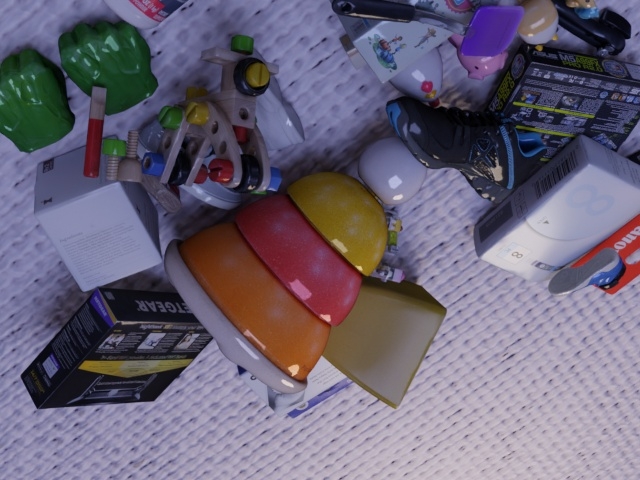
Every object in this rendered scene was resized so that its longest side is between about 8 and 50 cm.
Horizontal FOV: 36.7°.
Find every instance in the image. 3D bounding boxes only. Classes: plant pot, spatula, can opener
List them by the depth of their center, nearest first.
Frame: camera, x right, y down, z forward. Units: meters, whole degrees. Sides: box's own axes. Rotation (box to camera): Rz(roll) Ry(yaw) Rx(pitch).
[{"bbox_3d":[0.153,-0.311,1.365,0.296,0.030,0.084,5,127,-19],"label":"spatula"},{"bbox_3d":[0.458,-0.373,1.675,0.186,0.073,0.059,18,158,-22],"label":"can opener"},{"bbox_3d":[0.092,0.165,1.860,0.187,0.212,0.212,26,96,-11],"label":"plant pot"}]

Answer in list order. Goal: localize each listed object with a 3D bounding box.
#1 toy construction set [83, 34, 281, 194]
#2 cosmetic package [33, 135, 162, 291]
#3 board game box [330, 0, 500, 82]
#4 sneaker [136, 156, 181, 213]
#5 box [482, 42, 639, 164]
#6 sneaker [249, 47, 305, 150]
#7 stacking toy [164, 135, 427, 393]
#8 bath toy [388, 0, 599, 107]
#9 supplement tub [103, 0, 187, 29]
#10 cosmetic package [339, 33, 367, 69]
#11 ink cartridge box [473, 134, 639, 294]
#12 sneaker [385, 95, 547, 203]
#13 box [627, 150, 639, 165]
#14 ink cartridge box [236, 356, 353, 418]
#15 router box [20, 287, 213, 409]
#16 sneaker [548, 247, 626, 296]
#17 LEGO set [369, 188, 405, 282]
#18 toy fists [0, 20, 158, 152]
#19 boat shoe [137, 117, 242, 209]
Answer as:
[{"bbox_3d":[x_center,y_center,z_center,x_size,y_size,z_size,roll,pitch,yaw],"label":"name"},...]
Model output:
[{"bbox_3d":[-0.200,-0.200,1.494,0.308,0.257,0.237,4,93,-16],"label":"toy construction set"},{"bbox_3d":[-0.374,-0.045,1.632,0.151,0.151,0.184,-20,129,1],"label":"cosmetic package"},{"bbox_3d":[0.170,-0.402,1.464,0.303,0.224,0.097,-35,125,13],"label":"board game box"},{"bbox_3d":[-0.284,-0.103,1.676,0.042,0.067,0.118,-33,112,5],"label":"sneaker"},{"bbox_3d":[0.439,-0.233,1.734,0.270,0.060,0.216,6,137,-18],"label":"box"},{"bbox_3d":[-0.108,-0.228,1.619,0.094,0.080,0.212,-19,130,14],"label":"sneaker"},{"bbox_3d":[0.000,0.000,1.691,0.480,0.350,0.350,-42,126,2],"label":"stacking toy"},{"bbox_3d":[0.273,-0.332,1.587,0.348,0.151,0.129,-29,117,10],"label":"bath toy"},{"bbox_3d":[-0.206,-0.447,1.354,0.272,0.191,0.191,-36,126,13],"label":"supplement tub"},{"bbox_3d":[0.094,-0.336,1.597,0.115,0.060,0.041,-30,126,6],"label":"cosmetic package"},{"bbox_3d":[0.541,-0.011,1.871,0.384,0.091,0.308,24,133,-23],"label":"ink cartridge box"},{"bbox_3d":[0.246,-0.182,1.629,0.340,0.125,0.139,20,129,-43],"label":"sneaker"},{"bbox_3d":[0.780,-0.103,1.932,0.242,0.077,0.307,-29,127,9],"label":"box"},{"bbox_3d":[-0.025,0.281,2.030,0.223,0.045,0.224,-33,127,10],"label":"ink cartridge box"},{"bbox_3d":[-0.355,0.200,1.776,0.243,0.081,0.308,-46,154,19],"label":"router box"},{"bbox_3d":[0.530,0.078,1.903,0.152,0.058,0.084,-35,135,17],"label":"sneaker"},{"bbox_3d":[0.150,-0.065,1.788,0.107,0.132,0.287,15,96,-46],"label":"LEGO set"},{"bbox_3d":[-0.399,-0.254,1.511,0.279,0.096,0.142,-23,141,2],"label":"toy fists"},{"bbox_3d":[-0.211,-0.132,1.656,0.227,0.079,0.081,32,112,-32],"label":"boat shoe"}]
